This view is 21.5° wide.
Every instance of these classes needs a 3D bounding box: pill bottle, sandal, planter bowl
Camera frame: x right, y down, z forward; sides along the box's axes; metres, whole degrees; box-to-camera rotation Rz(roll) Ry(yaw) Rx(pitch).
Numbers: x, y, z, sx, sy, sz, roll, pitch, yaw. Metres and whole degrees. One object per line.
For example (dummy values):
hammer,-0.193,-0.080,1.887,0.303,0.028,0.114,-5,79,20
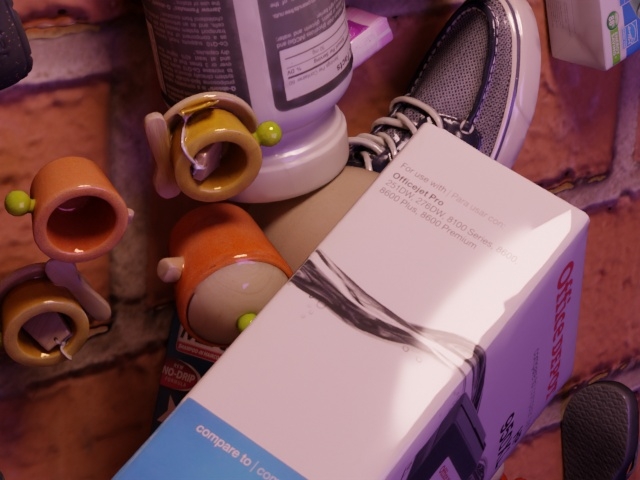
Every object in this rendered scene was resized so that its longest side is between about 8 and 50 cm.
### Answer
pill bottle,-0.059,-0.181,1.348,0.162,0.162,0.278,-31,128,-32
sandal,0.332,0.260,1.986,0.054,0.097,0.254,-27,135,-33
planter bowl,0.000,0.000,1.439,0.162,0.109,0.162,-45,155,-27

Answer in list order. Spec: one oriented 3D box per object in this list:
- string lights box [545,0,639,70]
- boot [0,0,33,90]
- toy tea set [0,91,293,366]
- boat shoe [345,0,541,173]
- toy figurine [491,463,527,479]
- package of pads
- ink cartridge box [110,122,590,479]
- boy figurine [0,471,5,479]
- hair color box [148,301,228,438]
string lights box,0.344,-0.294,1.757,0.260,0.077,0.133,-33,127,-31
boot,-0.339,-0.187,1.109,0.223,0.118,0.338,-35,125,-23
toy tea set,-0.167,0.031,1.283,0.336,0.124,0.200,-21,133,-6
boat shoe,0.083,-0.079,1.558,0.158,0.127,0.340,9,101,-40
toy figurine,0.176,0.339,1.774,0.209,0.213,0.148,-41,144,-18
package of pads,0.019,-0.175,1.509,0.083,0.050,0.032,-40,131,-26
ink cartridge box,0.036,0.146,1.340,0.395,0.166,0.285,-49,158,-21
boy figurine,-0.292,0.329,1.382,0.177,0.092,0.285,-9,113,-11
hair color box,-0.069,0.230,1.529,0.174,0.105,0.347,9,92,-47
